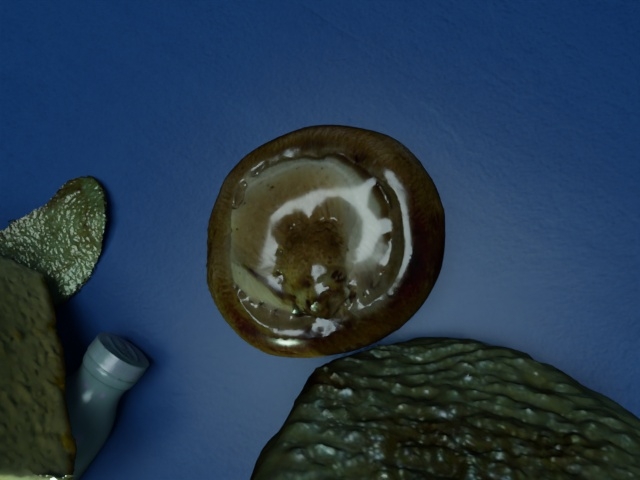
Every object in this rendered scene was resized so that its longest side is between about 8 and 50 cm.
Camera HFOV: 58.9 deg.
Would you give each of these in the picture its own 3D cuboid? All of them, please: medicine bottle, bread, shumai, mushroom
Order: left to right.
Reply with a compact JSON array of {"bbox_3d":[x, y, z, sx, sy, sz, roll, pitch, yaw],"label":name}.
[{"bbox_3d":[-0.409,0.169,0.542,0.279,0.207,0.279,-42,51,9],"label":"bread"},{"bbox_3d":[-0.283,0.209,0.632,0.090,0.090,0.217,36,88,9],"label":"medicine bottle"},{"bbox_3d":[0.000,0.000,0.584,0.253,0.153,0.253,-3,77,14],"label":"mushroom"},{"bbox_3d":[0.113,0.300,0.492,0.323,0.397,0.324,13,117,27],"label":"shumai"}]

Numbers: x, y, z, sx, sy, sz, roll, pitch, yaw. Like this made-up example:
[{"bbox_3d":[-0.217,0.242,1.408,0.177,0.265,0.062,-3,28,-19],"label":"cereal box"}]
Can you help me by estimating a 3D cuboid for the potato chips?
[{"bbox_3d":[-0.338,0.013,0.695,0.142,0.026,0.209,15,88,5],"label":"potato chips"}]
